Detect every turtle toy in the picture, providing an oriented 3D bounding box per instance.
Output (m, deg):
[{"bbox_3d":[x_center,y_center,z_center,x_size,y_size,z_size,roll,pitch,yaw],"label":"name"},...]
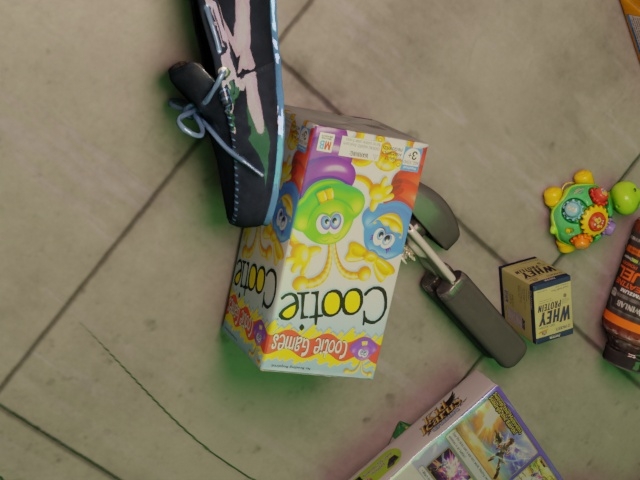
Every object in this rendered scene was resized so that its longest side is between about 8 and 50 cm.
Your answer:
[{"bbox_3d":[0.350,-0.038,1.663,0.130,0.066,0.095,-28,116,-14],"label":"turtle toy"}]

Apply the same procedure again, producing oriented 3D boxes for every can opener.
[{"bbox_3d":[0.172,0.048,1.606,0.093,0.074,0.280,-43,119,-7],"label":"can opener"}]

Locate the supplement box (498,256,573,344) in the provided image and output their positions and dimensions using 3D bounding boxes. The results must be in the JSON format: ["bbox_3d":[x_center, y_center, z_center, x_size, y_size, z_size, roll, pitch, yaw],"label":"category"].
[{"bbox_3d":[0.275,0.076,1.655,0.056,0.083,0.083,-15,112,-20],"label":"supplement box"}]

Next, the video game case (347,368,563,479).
[{"bbox_3d":[0.183,0.339,1.650,0.244,0.061,0.269,-39,117,-7],"label":"video game case"}]

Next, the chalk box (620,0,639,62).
[{"bbox_3d":[0.551,-0.294,1.610,0.289,0.179,0.180,-31,116,-14],"label":"chalk box"}]

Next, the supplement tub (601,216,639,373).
[{"bbox_3d":[0.438,0.075,1.717,0.106,0.106,0.198,11,101,-27],"label":"supplement tub"}]

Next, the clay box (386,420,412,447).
[{"bbox_3d":[0.175,0.331,1.710,0.222,0.053,0.127,23,96,-29],"label":"clay box"}]

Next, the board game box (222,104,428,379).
[{"bbox_3d":[0.000,0.000,1.464,0.142,0.144,0.275,7,102,-25],"label":"board game box"}]

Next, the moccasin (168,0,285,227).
[{"bbox_3d":[-0.111,-0.182,1.389,0.116,0.137,0.342,-6,95,-18],"label":"moccasin"}]
